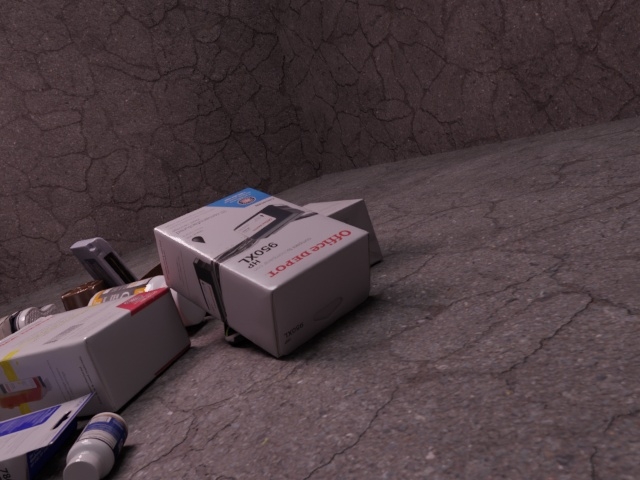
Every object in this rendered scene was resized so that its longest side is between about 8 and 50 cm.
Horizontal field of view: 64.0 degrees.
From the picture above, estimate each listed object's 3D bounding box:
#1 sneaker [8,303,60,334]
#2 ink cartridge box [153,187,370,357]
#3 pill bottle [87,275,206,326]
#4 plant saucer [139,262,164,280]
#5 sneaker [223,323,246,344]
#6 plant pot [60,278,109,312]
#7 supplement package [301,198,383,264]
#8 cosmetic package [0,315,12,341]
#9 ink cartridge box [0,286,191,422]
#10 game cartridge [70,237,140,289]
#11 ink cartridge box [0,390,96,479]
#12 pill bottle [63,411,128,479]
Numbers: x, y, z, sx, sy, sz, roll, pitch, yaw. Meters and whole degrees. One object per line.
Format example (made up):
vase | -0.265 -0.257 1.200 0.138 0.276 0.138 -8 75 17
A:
sneaker | -1.003 0.296 1.758 0.128 0.126 0.321 -17 1 -11
ink cartridge box | -0.126 0.045 1.123 0.395 0.166 0.286 22 39 37
pill bottle | -0.451 0.181 1.339 0.279 0.162 0.162 -15 13 18
plant saucer | -0.452 0.079 1.661 0.311 0.050 0.310 -35 -2 -1
sneaker | -0.197 0.164 1.178 0.084 0.097 0.235 -22 12 -13
plant pot | -0.679 0.214 1.527 0.167 0.165 0.167 -18 13 4
supplement package | 0.000 0.000 1.422 0.178 0.175 0.293 -26 14 -26
cosmetic package | -1.196 0.377 1.712 0.310 0.113 0.160 -21 12 -15
ink cartridge box | -0.534 0.255 1.131 0.385 0.160 0.279 -14 13 22
game cartridge | -0.627 0.118 1.564 0.198 0.297 0.062 -1 38 51
ink cartridge box | -0.559 0.372 0.885 0.333 0.065 0.165 -19 12 7
pill bottle | -0.340 0.319 0.775 0.067 0.067 0.120 -19 12 -1
